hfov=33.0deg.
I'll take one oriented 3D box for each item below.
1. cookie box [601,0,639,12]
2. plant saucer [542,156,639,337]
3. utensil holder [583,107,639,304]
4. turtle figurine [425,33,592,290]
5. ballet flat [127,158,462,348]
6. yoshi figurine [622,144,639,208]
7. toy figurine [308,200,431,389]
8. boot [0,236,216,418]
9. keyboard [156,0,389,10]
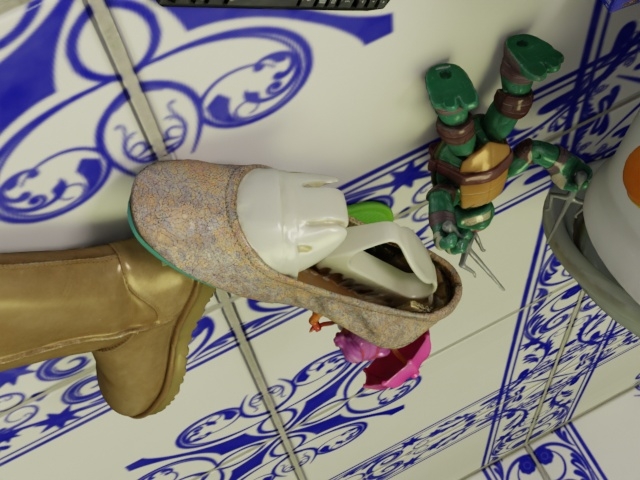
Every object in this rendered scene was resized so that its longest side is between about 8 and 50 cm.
[{"bbox_3d":[0.262,-0.234,0.818,0.091,0.040,0.107,-22,155,-17],"label":"cookie box"},{"bbox_3d":[0.416,0.040,1.088,0.400,0.400,0.101,-15,126,-30],"label":"plant saucer"},{"bbox_3d":[0.428,-0.115,0.816,0.327,0.327,0.386,-9,132,-39],"label":"utensil holder"},{"bbox_3d":[0.145,-0.060,0.938,0.175,0.118,0.234,-38,144,-23],"label":"turtle figurine"},{"bbox_3d":[0.000,0.000,0.836,0.106,0.108,0.316,-24,148,36],"label":"ballet flat"},{"bbox_3d":[0.254,-0.143,0.559,0.203,0.203,0.362,-61,163,-55],"label":"yoshi figurine"},{"bbox_3d":[0.033,0.063,0.999,0.173,0.159,0.130,4,140,-50],"label":"toy figurine"},{"bbox_3d":[-0.231,0.079,0.836,0.269,0.089,0.236,-11,139,-36],"label":"boot"},{"bbox_3d":[-0.004,-0.177,0.656,0.180,0.023,0.108,-10,149,-39],"label":"keyboard"}]
